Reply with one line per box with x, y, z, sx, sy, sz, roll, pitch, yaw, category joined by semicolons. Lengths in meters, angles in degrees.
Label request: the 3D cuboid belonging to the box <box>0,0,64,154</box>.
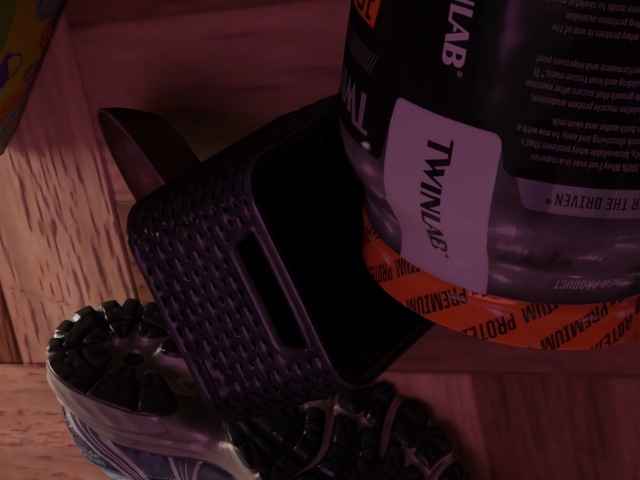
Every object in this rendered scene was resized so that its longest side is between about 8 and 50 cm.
-0.341;-0.145;0.942;0.279;0.290;0.177;37;125;13;box

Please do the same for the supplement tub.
0.112;-0.123;0.738;0.194;0.193;0.316;20;119;23;supplement tub

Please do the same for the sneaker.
-0.032;0.135;1.017;0.283;0.110;0.122;26;140;22;sneaker

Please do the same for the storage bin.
0.000;0.000;0.868;0.084;0.180;0.122;-19;101;37;storage bin

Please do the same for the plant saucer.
-0.070;-0.007;0.952;0.168;0.029;0.168;56;170;15;plant saucer
